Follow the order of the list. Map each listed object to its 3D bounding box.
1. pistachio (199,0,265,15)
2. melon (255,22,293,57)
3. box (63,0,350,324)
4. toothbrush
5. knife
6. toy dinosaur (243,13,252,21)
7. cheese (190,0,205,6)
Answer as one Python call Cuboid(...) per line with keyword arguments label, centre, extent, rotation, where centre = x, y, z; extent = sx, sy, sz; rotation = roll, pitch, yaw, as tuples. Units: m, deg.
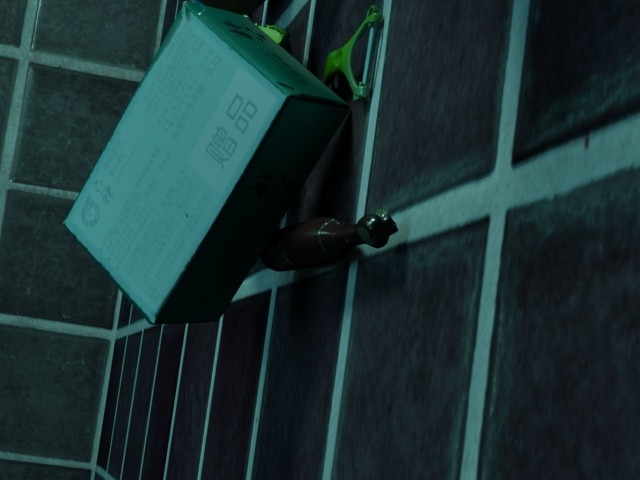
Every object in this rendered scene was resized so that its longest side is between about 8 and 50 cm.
Cuboid(label="pistachio", centre=(-0.107, -0.360, 1.566), extent=(0.153, 0.138, 0.238), rotation=(-50, -23, -17))
Cuboid(label="melon", centre=(-0.084, -0.121, 1.379), extent=(0.265, 0.129, 0.169), rotation=(-73, -24, -67))
Cuboid(label="box", centre=(-0.105, -0.064, 1.182), extent=(0.153, 0.092, 0.245), rotation=(45, 114, 28))
Cuboid(label="toothbrush", centre=(-0.001, 0.001, 1.084), extent=(0.364, 0.041, 0.041), rotation=(165, 114, -77))
Cuboid(label="knife", centre=(0.020, -0.155, 1.152), extent=(0.166, 0.022, 0.078), rotation=(-170, 94, -77))
Cuboid(label="toy dinosaur", centre=(-0.111, -0.335, 1.825), extent=(0.162, 0.039, 0.126), rotation=(-93, 16, -48))
Cuboid(label="cheese", centre=(-0.151, -0.384, 1.983), extent=(0.244, 0.062, 0.155), rotation=(-131, 53, -73))
